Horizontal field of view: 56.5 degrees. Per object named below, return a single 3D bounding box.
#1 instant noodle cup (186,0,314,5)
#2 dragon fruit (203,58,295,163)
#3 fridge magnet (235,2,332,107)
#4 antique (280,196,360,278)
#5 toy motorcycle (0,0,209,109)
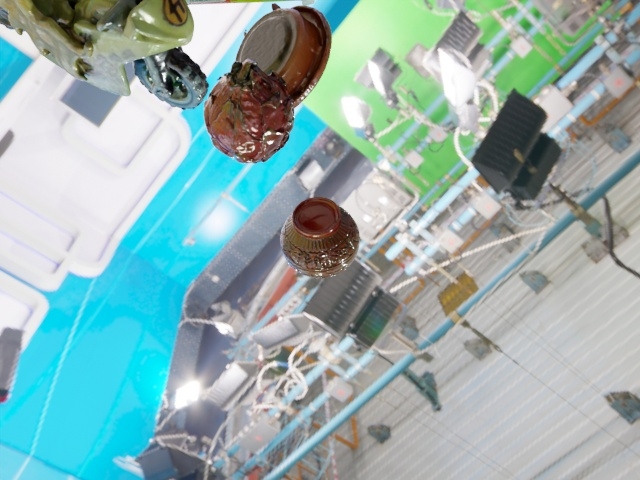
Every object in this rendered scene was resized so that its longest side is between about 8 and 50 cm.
[{"bbox_3d":[-0.179,-0.633,1.253,0.307,0.294,0.294,-8,-154,-2],"label":"instant noodle cup"},{"bbox_3d":[-0.187,-0.337,1.559,0.299,0.244,0.244,89,14,-47],"label":"dragon fruit"},{"bbox_3d":[-0.121,-0.533,1.762,0.363,0.155,0.364,-16,-116,36],"label":"fridge magnet"},{"bbox_3d":[0.000,0.000,0.737,0.104,0.104,0.104,-44,-158,23],"label":"antique"},{"bbox_3d":[-0.357,-0.350,0.916,0.237,0.409,0.169,126,-14,-58],"label":"toy motorcycle"}]
